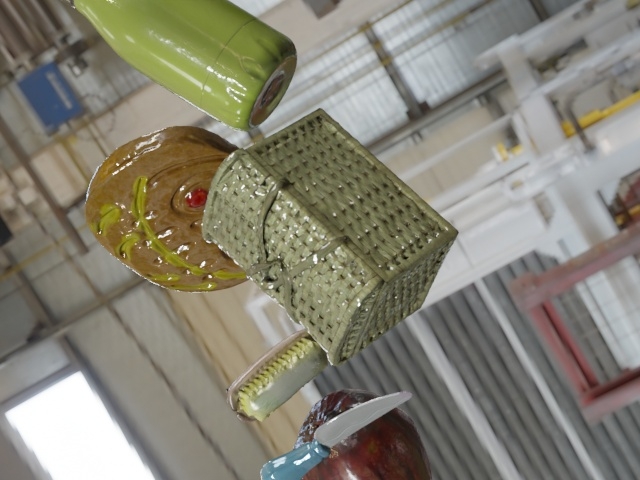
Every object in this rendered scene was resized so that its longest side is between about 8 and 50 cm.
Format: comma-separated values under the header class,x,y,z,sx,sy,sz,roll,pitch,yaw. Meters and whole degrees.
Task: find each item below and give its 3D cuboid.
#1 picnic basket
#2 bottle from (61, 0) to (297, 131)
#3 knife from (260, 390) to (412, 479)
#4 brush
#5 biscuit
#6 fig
class,x,y,z,sx,sy,sz,roll,pitch,yaw
picnic basket,0.000,0.000,1.119,0.196,0.134,0.154,43,-128,18
bottle,-0.155,-0.218,1.188,0.260,0.112,0.112,32,-170,10
knife,0.014,0.252,1.488,0.058,0.244,0.032,32,-149,-35
brush,0.008,0.140,1.593,0.067,0.313,0.072,22,147,57
biscuit,-0.204,-0.045,1.979,0.394,0.350,0.070,36,-151,-44
fig,0.069,0.361,1.841,0.263,0.224,0.224,60,-167,16
